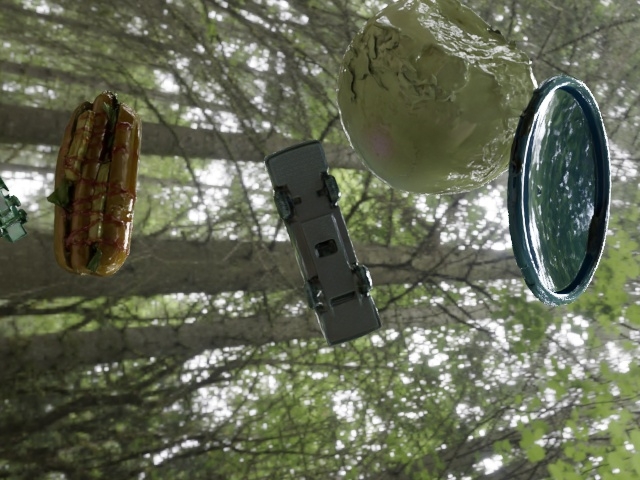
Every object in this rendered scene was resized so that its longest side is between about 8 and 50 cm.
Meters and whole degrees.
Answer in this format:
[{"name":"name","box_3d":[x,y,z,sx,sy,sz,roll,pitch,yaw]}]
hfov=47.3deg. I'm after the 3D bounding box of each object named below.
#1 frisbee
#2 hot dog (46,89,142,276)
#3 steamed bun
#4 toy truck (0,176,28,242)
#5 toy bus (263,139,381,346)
[{"name":"frisbee","box_3d":[0.245,-0.052,0.768,0.045,0.242,0.242,5,-89,41]},{"name":"hot dog","box_3d":[-0.281,-0.078,0.910,0.104,0.076,0.250,2,-107,2]},{"name":"steamed bun","box_3d":[0.166,-0.216,1.216,0.334,0.233,0.312,42,-42,25]},{"name":"toy truck","box_3d":[-0.554,-0.077,1.215,0.081,0.067,0.175,-3,-60,49]},{"name":"toy bus","box_3d":[0.000,0.000,1.207,0.136,0.109,0.329,-126,-163,-79]}]
